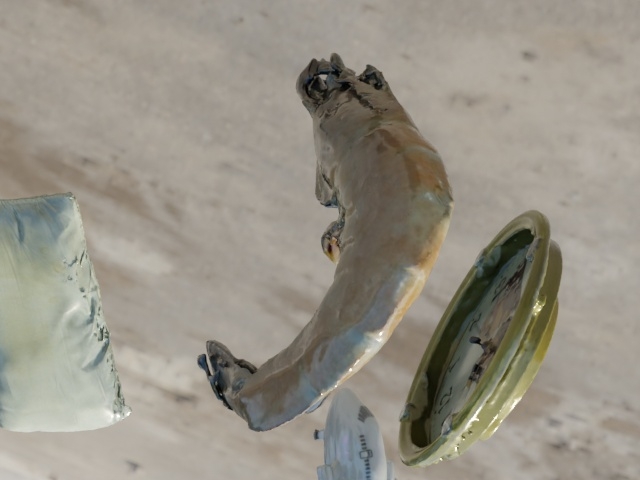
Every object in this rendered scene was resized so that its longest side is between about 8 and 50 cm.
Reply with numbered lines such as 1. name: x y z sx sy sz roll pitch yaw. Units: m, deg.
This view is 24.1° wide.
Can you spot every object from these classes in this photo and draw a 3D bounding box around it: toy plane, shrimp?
1. toy plane: 0.040 0.286 1.614 0.101 0.255 0.251 -28 158 38
2. shrimp: 0.000 0.000 0.664 0.046 0.219 0.152 26 115 -21

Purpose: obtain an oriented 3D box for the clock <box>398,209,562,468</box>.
1. clock: 0.139 0.087 1.217 0.057 0.237 0.237 27 158 -8

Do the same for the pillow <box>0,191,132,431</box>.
1. pillow: -0.250 0.066 1.312 0.128 0.051 0.229 -9 111 8
